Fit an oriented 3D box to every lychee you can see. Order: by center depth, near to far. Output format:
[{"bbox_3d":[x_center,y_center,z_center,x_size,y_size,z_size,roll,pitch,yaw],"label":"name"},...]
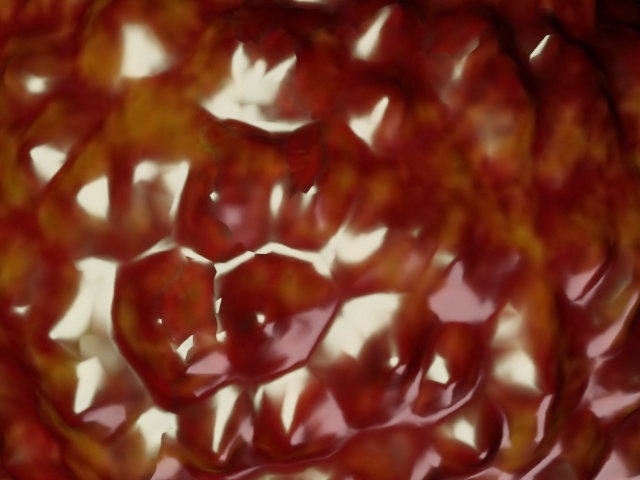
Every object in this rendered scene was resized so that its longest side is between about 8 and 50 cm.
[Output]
[{"bbox_3d":[-0.006,-0.022,0.683,0.425,0.425,0.499,-14,124,-49],"label":"lychee"}]
